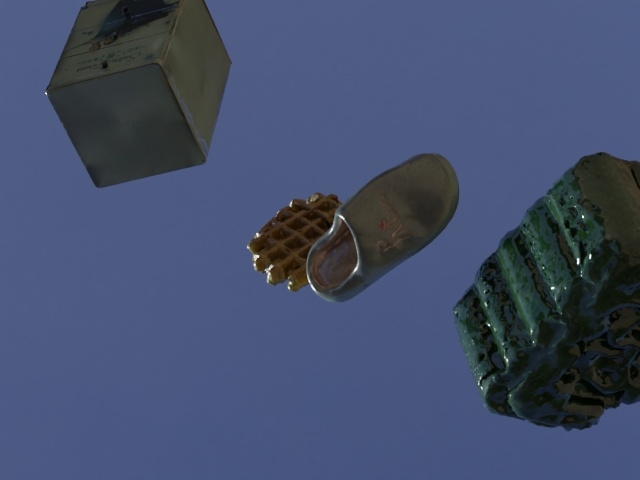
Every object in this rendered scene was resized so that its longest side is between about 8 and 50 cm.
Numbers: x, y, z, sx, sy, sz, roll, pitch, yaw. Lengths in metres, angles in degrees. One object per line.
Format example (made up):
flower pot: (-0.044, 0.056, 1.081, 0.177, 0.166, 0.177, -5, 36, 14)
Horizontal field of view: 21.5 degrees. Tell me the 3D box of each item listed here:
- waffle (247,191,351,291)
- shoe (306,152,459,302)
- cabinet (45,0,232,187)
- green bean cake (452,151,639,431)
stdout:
waffle: (0.003, 0.002, 2.083, 0.191, 0.038, 0.191, -1, -142, 1)
shoe: (0.051, -0.011, 1.674, 0.078, 0.195, 0.079, 5, -132, -56)
cabinet: (-0.210, -0.195, 1.996, 0.206, 0.145, 0.150, -80, -28, -50)
green bean cake: (0.340, 0.076, 1.834, 0.308, 0.300, 0.169, 11, -138, -27)
